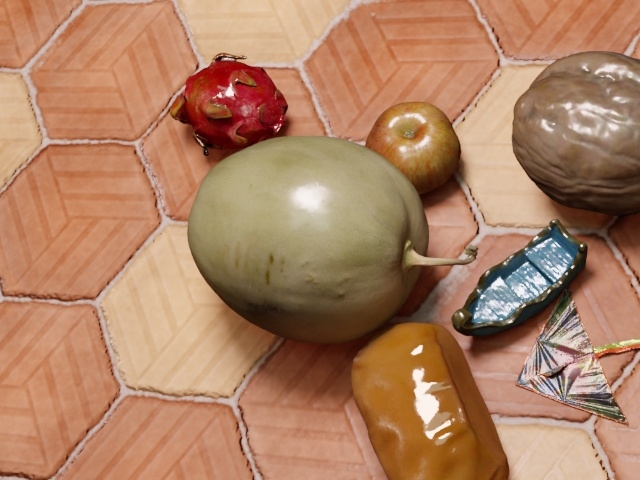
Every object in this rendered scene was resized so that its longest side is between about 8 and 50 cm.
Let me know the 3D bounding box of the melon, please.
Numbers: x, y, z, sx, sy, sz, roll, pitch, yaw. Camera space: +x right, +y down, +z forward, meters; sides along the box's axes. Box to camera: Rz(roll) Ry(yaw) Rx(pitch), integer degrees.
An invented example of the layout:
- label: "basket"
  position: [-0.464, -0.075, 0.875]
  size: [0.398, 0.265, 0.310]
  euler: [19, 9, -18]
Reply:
- label: "melon"
  position: [-0.013, -0.002, 1.620]
  size: [0.308, 0.272, 0.272]
  euler: [-3, 59, 48]

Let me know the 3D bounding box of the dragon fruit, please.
- label: "dragon fruit"
  position: [-0.126, -0.186, 1.823]
  size: [0.166, 0.133, 0.136]
  euler: [7, 25, 33]

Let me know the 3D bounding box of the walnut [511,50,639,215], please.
- label: "walnut"
  position: [0.338, -0.129, 1.606]
  size: [0.224, 0.224, 0.224]
  euler: [-8, 62, 14]

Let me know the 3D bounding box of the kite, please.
- label: "kite"
  position: [0.303, 0.140, 1.583]
  size: [0.159, 0.010, 0.190]
  euler: [-22, 60, 5]

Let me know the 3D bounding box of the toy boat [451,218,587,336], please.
- label: "toy boat"
  position: [0.233, 0.051, 1.609]
  size: [0.185, 0.077, 0.075]
  euler: [-39, 56, -2]

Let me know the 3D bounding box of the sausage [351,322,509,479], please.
- label: "sausage"
  position: [0.126, 0.207, 1.543]
  size: [0.136, 0.120, 0.241]
  euler: [-35, 58, 15]

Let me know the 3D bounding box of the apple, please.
- label: "apple"
  position: [0.115, -0.120, 1.725]
  size: [0.126, 0.102, 0.126]
  euler: [-8, 61, 14]
